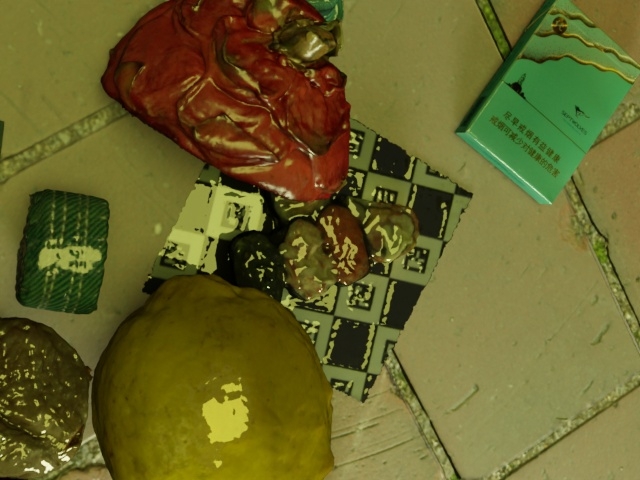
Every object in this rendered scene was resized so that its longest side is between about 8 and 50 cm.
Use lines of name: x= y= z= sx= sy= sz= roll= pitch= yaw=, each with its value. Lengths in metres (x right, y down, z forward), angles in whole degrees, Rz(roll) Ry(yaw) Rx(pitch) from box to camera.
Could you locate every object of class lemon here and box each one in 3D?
lemon: x=-0.118 y=0.204 z=1.250 sx=0.286 sy=0.285 sz=0.316 roll=7 pitch=70 yaw=-19

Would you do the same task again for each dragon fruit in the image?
dragon fruit: x=-0.082 y=-0.181 z=1.240 sx=0.317 sy=0.152 sz=0.205 roll=26 pitch=104 yaw=-5

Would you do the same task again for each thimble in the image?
thimble: x=-0.288 y=0.012 z=1.256 sx=0.090 sy=0.118 sz=0.135 roll=9 pitch=91 yaw=-20

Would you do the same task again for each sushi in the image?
sushi: x=0.000 y=0.000 z=1.378 sx=0.339 sy=0.069 sz=0.320 roll=30 pitch=84 yaw=-18

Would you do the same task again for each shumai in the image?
shumai: x=-0.354 y=0.176 z=1.210 sx=0.206 sy=0.175 sz=0.166 roll=23 pitch=65 yaw=-10

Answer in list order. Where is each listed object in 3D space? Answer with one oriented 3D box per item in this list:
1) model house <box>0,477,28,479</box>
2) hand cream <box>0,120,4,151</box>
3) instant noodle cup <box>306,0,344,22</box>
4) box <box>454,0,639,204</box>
model house: x=-0.360 y=0.338 z=1.218 sx=0.254 sy=0.196 sz=0.160 roll=28 pitch=83 yaw=-19
hand cream: x=-0.464 y=-0.106 z=1.207 sx=0.248 sy=0.052 sz=0.075 roll=6 pitch=110 yaw=-32
instant noodle cup: x=-0.054 y=-0.326 z=1.338 sx=0.179 sy=0.070 sz=0.157 roll=-8 pitch=95 yaw=-17
box: x=0.303 y=-0.185 z=1.481 sx=0.162 sy=0.041 sz=0.229 roll=37 pitch=83 yaw=-18
